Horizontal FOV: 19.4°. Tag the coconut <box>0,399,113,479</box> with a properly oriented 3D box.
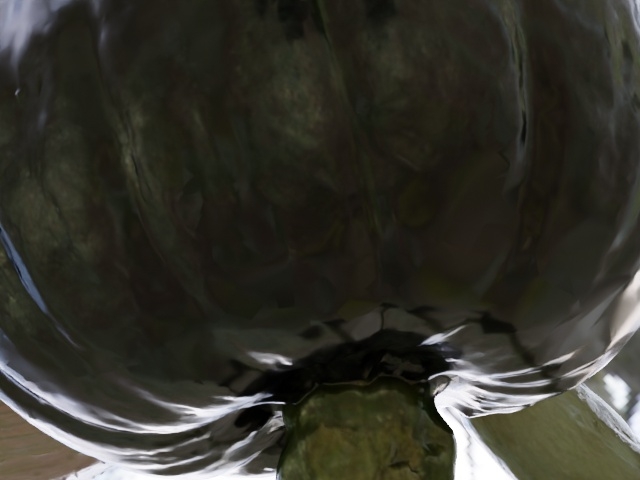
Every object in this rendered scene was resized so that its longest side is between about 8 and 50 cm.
[{"bbox_3d":[-0.211,-0.032,1.034,0.405,0.404,0.404,-20,-47,-22],"label":"coconut"}]

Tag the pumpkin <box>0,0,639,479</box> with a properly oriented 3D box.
[{"bbox_3d":[0.000,0.000,0.683,0.296,0.296,0.295,-20,-47,-22],"label":"pumpkin"}]

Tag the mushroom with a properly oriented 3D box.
[{"bbox_3d":[0.207,0.179,1.316,0.087,0.107,0.333,-44,-81,10],"label":"mushroom"}]
